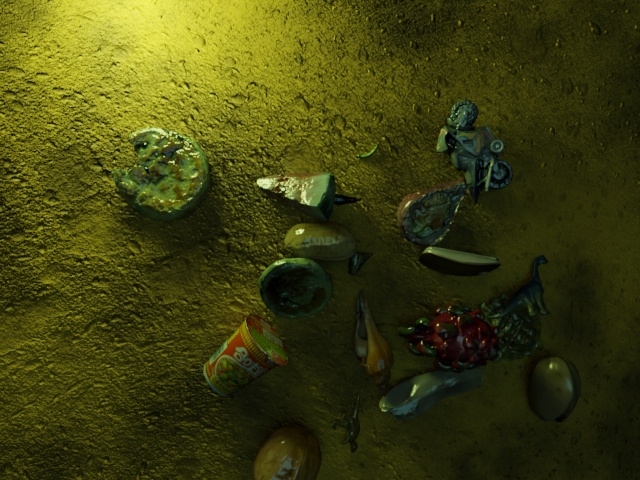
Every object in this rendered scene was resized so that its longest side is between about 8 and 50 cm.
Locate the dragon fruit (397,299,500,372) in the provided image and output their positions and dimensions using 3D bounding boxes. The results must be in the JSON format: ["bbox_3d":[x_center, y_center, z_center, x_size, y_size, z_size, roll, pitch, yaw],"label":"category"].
[{"bbox_3d":[0.399,0.302,1.237,0.272,0.198,0.218,-16,114,-15],"label":"dragon fruit"}]

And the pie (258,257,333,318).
[{"bbox_3d":[-0.078,0.151,1.266,0.240,0.054,0.241,-3,121,-5],"label":"pie"}]

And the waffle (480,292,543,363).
[{"bbox_3d":[0.613,0.280,1.310,0.204,0.054,0.224,-11,92,0],"label":"waffle"}]

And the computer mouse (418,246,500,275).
[{"bbox_3d":[0.432,0.073,1.271,0.245,0.126,0.056,10,70,-3],"label":"computer mouse"}]

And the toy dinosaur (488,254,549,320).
[{"bbox_3d":[0.630,0.154,1.282,0.247,0.075,0.188,-11,67,-3],"label":"toy dinosaur"}]

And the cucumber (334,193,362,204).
[{"bbox_3d":[0.051,-0.130,1.297,0.163,0.043,0.039,7,129,0],"label":"cucumber"}]

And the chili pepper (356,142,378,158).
[{"bbox_3d":[0.153,-0.283,1.302,0.083,0.017,0.030,-24,90,0],"label":"chili pepper"}]

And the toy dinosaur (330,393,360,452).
[{"bbox_3d":[0.114,0.599,1.321,0.126,0.039,0.162,45,85,-12],"label":"toy dinosaur"}]

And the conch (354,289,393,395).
[{"bbox_3d":[0.169,0.320,1.289,0.093,0.109,0.330,7,67,-38],"label":"conch"}]

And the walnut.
[{"bbox_3d":[-0.100,0.682,1.243,0.195,0.195,0.222,32,89,-2],"label":"walnut"}]

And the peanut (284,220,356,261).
[{"bbox_3d":[0.000,0.000,1.255,0.224,0.129,0.129,4,92,0],"label":"peanut"}]

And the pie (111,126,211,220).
[{"bbox_3d":[-0.489,-0.203,1.267,0.302,0.067,0.303,0,90,-1],"label":"pie"}]

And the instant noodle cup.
[{"bbox_3d":[-0.236,0.363,1.241,0.212,0.193,0.193,-41,92,8],"label":"instant noodle cup"}]

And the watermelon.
[{"bbox_3d":[-0.077,-0.162,1.255,0.241,0.094,0.154,9,72,15],"label":"watermelon"}]

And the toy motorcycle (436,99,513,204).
[{"bbox_3d":[0.468,-0.276,1.272,0.173,0.108,0.307,-30,93,9],"label":"toy motorcycle"}]

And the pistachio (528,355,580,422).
[{"bbox_3d":[0.737,0.469,1.279,0.137,0.153,0.238,1,118,8],"label":"pistachio"}]

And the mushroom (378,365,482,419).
[{"bbox_3d":[0.353,0.474,1.291,0.351,0.097,0.109,-22,93,-3],"label":"mushroom"}]

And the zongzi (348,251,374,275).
[{"bbox_3d":[0.131,0.075,1.308,0.083,0.040,0.076,2,99,-19],"label":"zongzi"}]

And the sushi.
[{"bbox_3d":[0.332,-0.104,1.258,0.161,0.107,0.241,22,108,-4],"label":"sushi"}]
